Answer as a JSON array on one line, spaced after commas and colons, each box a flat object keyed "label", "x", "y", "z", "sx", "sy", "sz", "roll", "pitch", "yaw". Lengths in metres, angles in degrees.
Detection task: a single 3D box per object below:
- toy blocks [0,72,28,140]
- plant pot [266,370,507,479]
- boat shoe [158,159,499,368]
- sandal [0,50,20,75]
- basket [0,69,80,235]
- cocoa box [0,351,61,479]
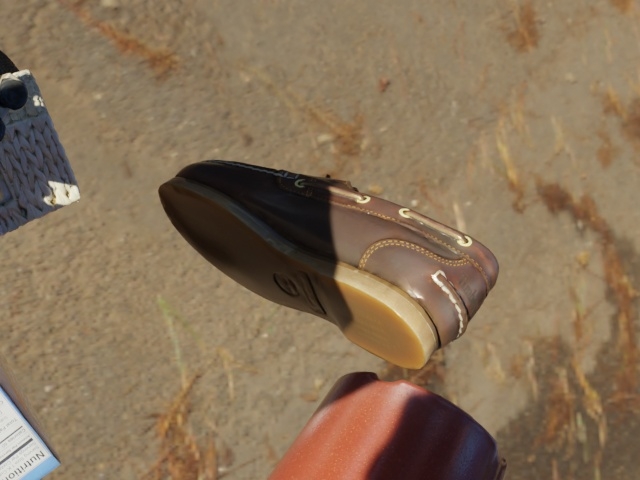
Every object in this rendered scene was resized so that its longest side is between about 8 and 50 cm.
[{"label": "toy blocks", "x": -0.429, "y": -0.065, "z": 0.759, "sx": 0.260, "sy": 0.309, "sz": 0.288, "roll": 38, "pitch": 71, "yaw": -29}, {"label": "plant pot", "x": 0.042, "y": 0.291, "z": 1.051, "sx": 0.272, "sy": 0.272, "sz": 0.265, "roll": 48, "pitch": 58, "yaw": -28}, {"label": "boat shoe", "x": 0.000, "y": 0.000, "z": 0.579, "sx": 0.073, "sy": 0.207, "sz": 0.073, "roll": -45, "pitch": 142, "yaw": -25}, {"label": "sandal", "x": -0.402, "y": -0.199, "z": 1.221, "sx": 0.179, "sy": 0.040, "sz": 0.067, "roll": 27, "pitch": 34, "yaw": -61}, {"label": "basket", "x": -0.317, "y": -0.095, "z": 1.079, "sx": 0.103, "sy": 0.167, "sz": 0.113, "roll": -23, "pitch": 122, "yaw": -12}, {"label": "cocoa box", "x": -0.496, "y": 0.187, "z": 1.263, "sx": 0.231, "sy": 0.347, "sz": 0.228, "roll": -36, "pitch": 118, "yaw": -14}]
